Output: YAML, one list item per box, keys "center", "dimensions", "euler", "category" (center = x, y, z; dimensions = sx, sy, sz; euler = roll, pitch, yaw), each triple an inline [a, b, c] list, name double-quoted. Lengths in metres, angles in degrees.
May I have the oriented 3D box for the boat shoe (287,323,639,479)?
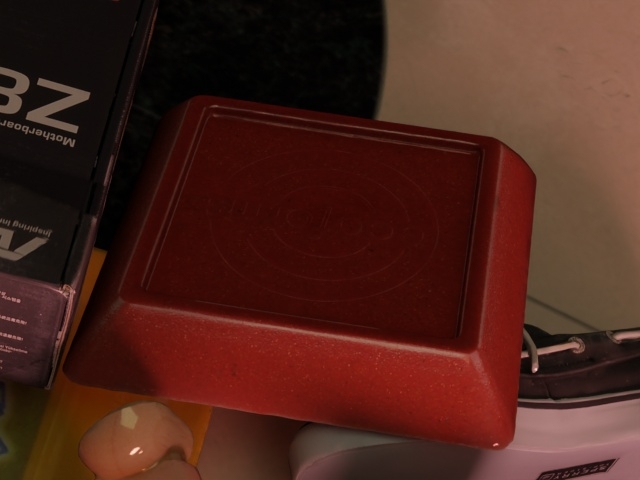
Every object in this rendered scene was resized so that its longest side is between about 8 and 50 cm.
- center: [0.117, 0.097, 1.001]
  dimensions: [0.306, 0.113, 0.105]
  euler: [-6, 58, -20]
  category: "boat shoe"

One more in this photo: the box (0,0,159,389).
- center: [-0.312, -0.095, 0.954]
  dimensions: [0.395, 0.097, 0.318]
  euler: [15, 43, -7]
  category: "box"

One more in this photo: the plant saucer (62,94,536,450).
- center: [0.000, 0.000, 0.984]
  dimensions: [0.258, 0.047, 0.259]
  euler: [9, 42, 4]
  category: "plant saucer"

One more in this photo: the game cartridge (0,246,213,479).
- center: [-0.232, 0.109, 0.939]
  dimensions: [0.324, 0.052, 0.285]
  euler: [16, 60, -4]
  category: "game cartridge"

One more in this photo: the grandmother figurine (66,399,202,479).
- center: [-0.055, 0.257, 0.783]
  dimensions: [0.104, 0.208, 0.342]
  euler: [7, 41, -42]
  category: "grandmother figurine"
